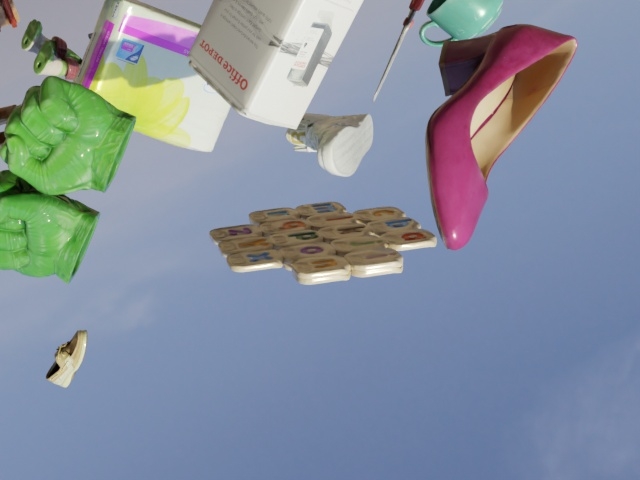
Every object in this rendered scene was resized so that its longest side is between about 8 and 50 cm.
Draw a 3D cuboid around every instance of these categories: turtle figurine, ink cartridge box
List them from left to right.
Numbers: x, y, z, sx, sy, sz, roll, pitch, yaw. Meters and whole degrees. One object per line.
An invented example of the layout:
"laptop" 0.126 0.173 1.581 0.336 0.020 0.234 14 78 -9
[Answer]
"turtle figurine" -0.470 -0.398 2.274 0.275 0.197 0.266 -18 158 39
"ink cartridge box" -0.050 -0.265 1.278 0.158 0.092 0.218 47 -66 41

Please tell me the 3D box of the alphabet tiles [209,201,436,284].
"alphabet tiles" 0.000 0.000 1.449 0.278 0.021 0.284 -8 -161 -15

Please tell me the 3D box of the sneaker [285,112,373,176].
"sneaker" -0.001 -0.203 2.278 0.169 0.108 0.292 2 -163 16

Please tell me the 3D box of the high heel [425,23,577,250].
"high heel" 0.236 -0.145 1.376 0.181 0.127 0.377 -4 -128 17

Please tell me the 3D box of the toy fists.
"toy fists" -0.339 -0.070 1.334 0.096 0.142 0.279 -75 -170 -59

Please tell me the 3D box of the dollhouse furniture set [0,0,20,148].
"dollhouse furniture set" -0.522 -0.297 1.624 0.135 0.262 0.259 -19 -141 -7

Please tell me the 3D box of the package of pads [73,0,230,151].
"package of pads" -0.293 -0.301 1.986 0.101 0.297 0.229 41 -69 49

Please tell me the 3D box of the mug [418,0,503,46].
"mug" 0.265 -0.425 1.976 0.158 0.097 0.129 -38 -161 47

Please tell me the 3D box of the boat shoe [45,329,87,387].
"boat shoe" -0.453 0.210 1.916 0.135 0.045 0.050 -60 -153 29

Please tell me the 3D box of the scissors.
"scissors" 0.148 -0.363 1.710 0.109 0.021 0.297 -95 -152 -70
